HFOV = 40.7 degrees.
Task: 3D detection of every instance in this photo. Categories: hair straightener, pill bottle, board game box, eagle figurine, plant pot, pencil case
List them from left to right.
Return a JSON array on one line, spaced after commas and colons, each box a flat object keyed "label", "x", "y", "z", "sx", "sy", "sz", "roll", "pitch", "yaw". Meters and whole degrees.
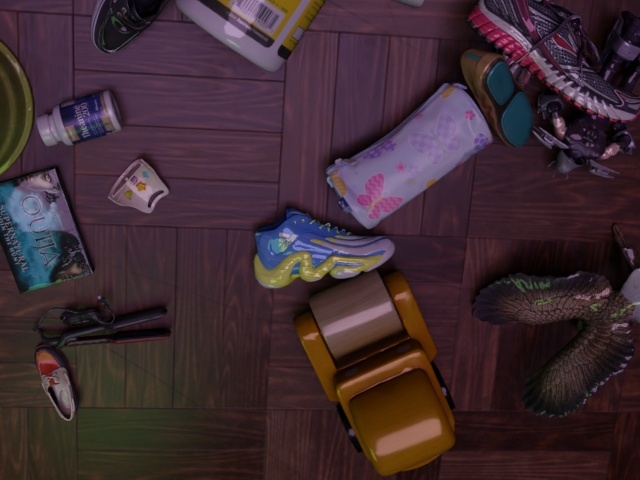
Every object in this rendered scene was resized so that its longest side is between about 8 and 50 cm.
[{"label": "plant pot", "x": -0.574, "y": -0.177, "z": 1.228, "sx": 0.276, "sy": 0.254, "sz": 0.276, "roll": -2, "pitch": 106, "yaw": -7}, {"label": "board game box", "x": -0.459, "y": -0.016, "z": 1.406, "sx": 0.126, "sy": 0.026, "sz": 0.186, "roll": -16, "pitch": 107, "yaw": -1}, {"label": "pill bottle", "x": -0.375, "y": -0.187, "z": 1.345, "sx": 0.120, "sy": 0.067, "sz": 0.067, "roll": -17, "pitch": 107, "yaw": -2}, {"label": "hair straightener", "x": -0.371, "y": 0.132, "z": 1.455, "sx": 0.230, "sy": 0.047, "sz": 0.089, "roll": -4, "pitch": 106, "yaw": -1}, {"label": "pill bottle", "x": -0.049, "y": -0.430, "z": 1.252, "sx": 0.188, "sy": 0.188, "sz": 0.334, "roll": 33, "pitch": 99, "yaw": -14}, {"label": "pencil case", "x": 0.142, "y": -0.136, "z": 1.398, "sx": 0.273, "sy": 0.113, "sz": 0.124, "roll": -35, "pitch": 86, "yaw": 4}, {"label": "eagle figurine", "x": 0.446, "y": 0.142, "z": 1.477, "sx": 0.298, "sy": 0.226, "sz": 0.225, "roll": -25, "pitch": 128, "yaw": -4}]

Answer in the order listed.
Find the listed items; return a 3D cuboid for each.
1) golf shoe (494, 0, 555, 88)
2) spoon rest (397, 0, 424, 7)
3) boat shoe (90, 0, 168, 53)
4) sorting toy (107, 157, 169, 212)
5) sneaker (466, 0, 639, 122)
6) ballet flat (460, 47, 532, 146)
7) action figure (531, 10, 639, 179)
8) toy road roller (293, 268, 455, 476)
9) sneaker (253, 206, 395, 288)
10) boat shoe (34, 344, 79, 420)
[{"label": "golf shoe", "x": 0.318, "y": -0.339, "z": 1.383, "sx": 0.086, "sy": 0.067, "sz": 0.186, "roll": 14, "pitch": 104, "yaw": -9}, {"label": "spoon rest", "x": 0.181, "y": -0.495, "z": 1.314, "sx": 0.137, "sy": 0.084, "sz": 0.276, "roll": 15, "pitch": 104, "yaw": -11}, {"label": "boat shoe", "x": -0.264, "y": -0.352, "z": 1.273, "sx": 0.080, "sy": 0.076, "sz": 0.228, "roll": 28, "pitch": 122, "yaw": -38}, {"label": "sorting toy", "x": -0.289, "y": -0.084, "z": 1.401, "sx": 0.075, "sy": 0.045, "sz": 0.083, "roll": 41, "pitch": 97, "yaw": -23}, {"label": "sneaker", "x": 0.367, "y": -0.284, "z": 1.301, "sx": 0.299, "sy": 0.121, "sz": 0.112, "roll": 36, "pitch": 107, "yaw": -4}, {"label": "ballet flat", "x": 0.283, "y": -0.233, "z": 1.385, "sx": 0.080, "sy": 0.073, "sz": 0.232, "roll": -50, "pitch": 144, "yaw": -6}, {"label": "action figure", "x": 0.465, "y": -0.225, "z": 1.423, "sx": 0.185, "sy": 0.099, "sz": 0.285, "roll": 24, "pitch": 106, "yaw": -20}, {"label": "toy road roller", "x": 0.109, "y": 0.233, "z": 1.431, "sx": 0.202, "sy": 0.240, "sz": 0.329, "roll": -25, "pitch": 107, "yaw": 0}, {"label": "sneaker", "x": 0.000, "y": 0.000, "z": 1.431, "sx": 0.240, "sy": 0.091, "sz": 0.126, "roll": -14, "pitch": 106, "yaw": -2}, {"label": "boat shoe", "x": -0.451, "y": 0.243, "z": 1.472, "sx": 0.049, "sy": 0.043, "sz": 0.137, "roll": -19, "pitch": 106, "yaw": 1}]
